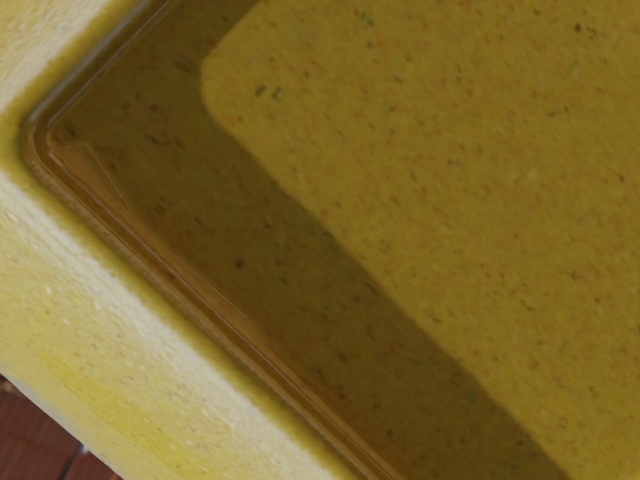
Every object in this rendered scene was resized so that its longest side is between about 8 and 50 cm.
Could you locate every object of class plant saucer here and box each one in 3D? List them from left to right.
[{"bbox_3d":[0.058,-0.035,0.391,0.333,0.333,0.081,44,173,-15],"label":"plant saucer"}]
